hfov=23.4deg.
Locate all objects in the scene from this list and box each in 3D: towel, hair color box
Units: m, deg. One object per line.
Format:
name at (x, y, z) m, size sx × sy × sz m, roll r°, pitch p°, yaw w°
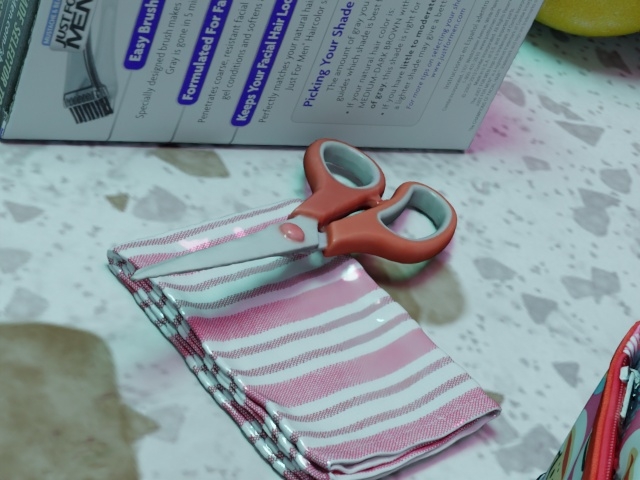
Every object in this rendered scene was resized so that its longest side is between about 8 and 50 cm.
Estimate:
towel at (-0.008, 0.049, 0.860) m, size 0.144 × 0.029 × 0.197 m, roll -17°, pitch 53°, yaw -42°
hair color box at (-0.031, -0.159, 0.970) m, size 0.339 × 0.185 × 0.110 m, roll -1°, pitch 44°, yaw -30°

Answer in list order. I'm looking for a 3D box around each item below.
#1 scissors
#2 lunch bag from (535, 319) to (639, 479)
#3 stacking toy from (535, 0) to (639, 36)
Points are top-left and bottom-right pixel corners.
scissors at (0.000, 0.000, 0.880) m, size 0.109 × 0.021 × 0.297 m, roll 36°, pitch 25°, yaw 8°
lunch bag at (0.141, 0.159, 0.620) m, size 0.120 × 0.258 × 0.293 m, roll 25°, pitch 37°, yaw 1°
stacking toy at (0.236, -0.277, 1.220) m, size 0.480 × 0.350 × 0.350 m, roll -15°, pitch 50°, yaw -18°
